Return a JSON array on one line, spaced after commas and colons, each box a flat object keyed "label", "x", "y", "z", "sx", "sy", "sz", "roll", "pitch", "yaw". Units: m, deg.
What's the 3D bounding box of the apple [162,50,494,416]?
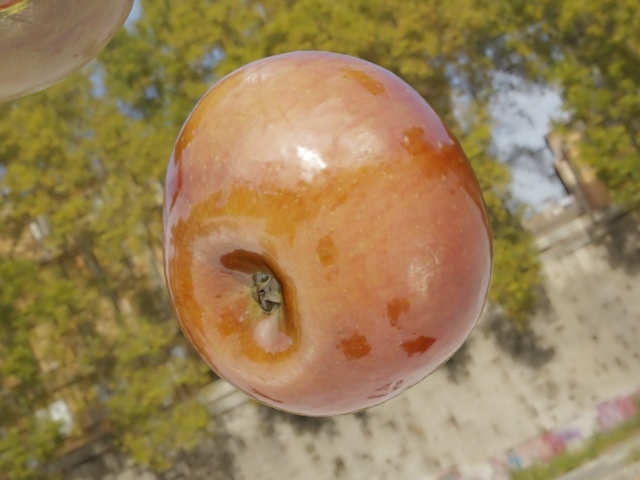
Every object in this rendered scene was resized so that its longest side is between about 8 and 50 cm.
[{"label": "apple", "x": 0.000, "y": 0.000, "z": 1.135, "sx": 0.206, "sy": 0.251, "sz": 0.272, "roll": -28, "pitch": -38, "yaw": -39}]

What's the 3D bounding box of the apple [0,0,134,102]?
[{"label": "apple", "x": -0.345, "y": -0.325, "z": 1.459, "sx": 0.333, "sy": 0.400, "sz": 0.400, "roll": -34, "pitch": -7, "yaw": -20}]
